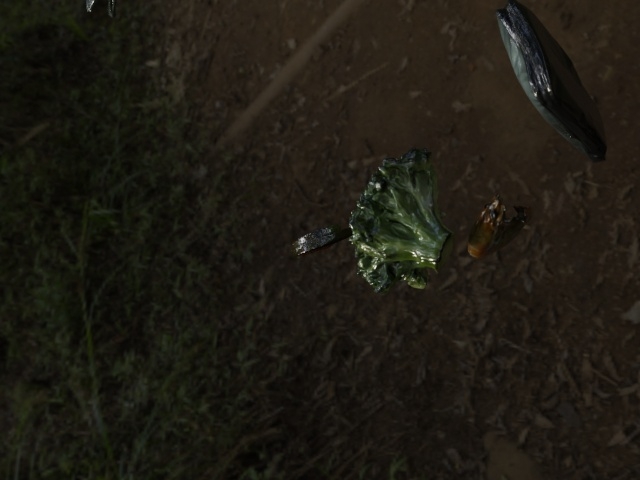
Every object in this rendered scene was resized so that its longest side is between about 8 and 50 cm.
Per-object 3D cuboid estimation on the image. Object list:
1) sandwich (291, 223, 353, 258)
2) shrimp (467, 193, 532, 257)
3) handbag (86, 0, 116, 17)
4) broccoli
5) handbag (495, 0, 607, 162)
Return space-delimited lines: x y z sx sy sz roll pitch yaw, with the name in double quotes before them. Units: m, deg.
"sandwich" -0.004 0.002 1.147 0.101 0.069 0.026 -27 83 62
"shrimp" 0.349 -0.030 1.565 0.150 0.248 0.068 -35 71 1
"handbag" -0.286 -0.491 1.184 0.247 0.079 0.260 -27 61 53
"broccoli" 0.192 -0.024 1.640 0.245 0.248 0.288 35 146 37
"handbag" 0.372 -0.242 1.274 0.075 0.332 0.191 -29 62 23
